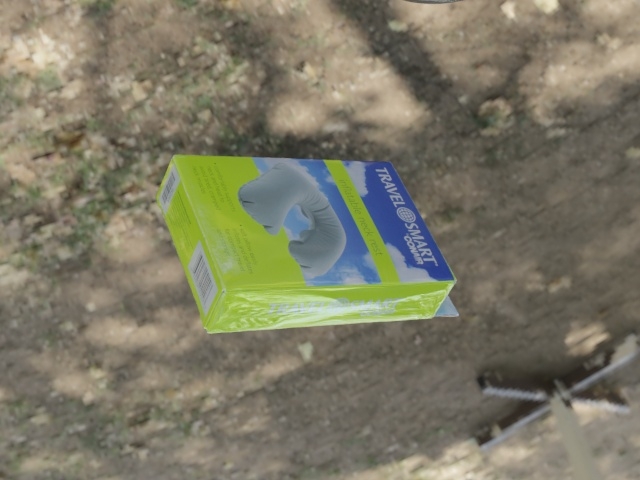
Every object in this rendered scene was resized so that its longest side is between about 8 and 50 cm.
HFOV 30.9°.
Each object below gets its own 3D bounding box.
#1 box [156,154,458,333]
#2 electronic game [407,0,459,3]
[{"bbox_3d":[0.000,0.000,0.710,0.178,0.109,0.042,-1,139,-30],"label":"box"},{"bbox_3d":[0.136,-0.311,1.090,0.229,0.048,0.229,-11,147,-7],"label":"electronic game"}]
